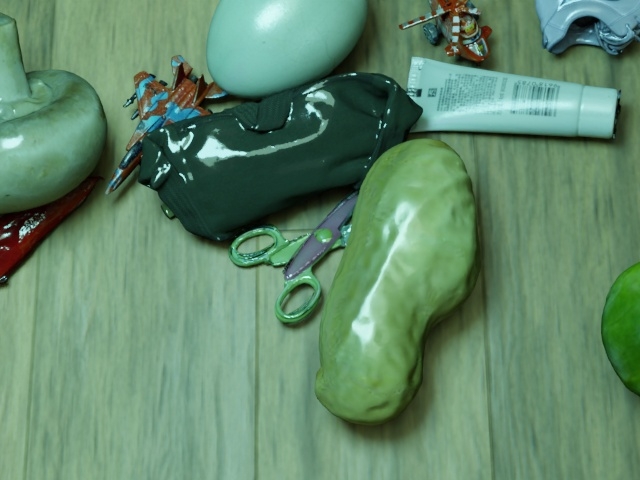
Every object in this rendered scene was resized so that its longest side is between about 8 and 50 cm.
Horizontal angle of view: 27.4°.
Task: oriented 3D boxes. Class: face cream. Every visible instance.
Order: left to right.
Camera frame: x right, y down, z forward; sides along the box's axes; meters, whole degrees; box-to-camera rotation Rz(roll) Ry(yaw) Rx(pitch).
[{"bbox_3d":[0.216,-0.154,1.492,0.244,0.058,0.092,8,77,13],"label":"face cream"}]

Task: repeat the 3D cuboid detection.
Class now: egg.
[{"bbox_3d":[-0.040,-0.245,1.489,0.209,0.151,0.151,-43,73,-7],"label":"egg"}]

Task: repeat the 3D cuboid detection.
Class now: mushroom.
[{"bbox_3d":[-0.342,-0.143,1.431,0.207,0.215,0.207,-8,25,4],"label":"mushroom"}]

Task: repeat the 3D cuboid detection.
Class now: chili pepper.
[{"bbox_3d":[-0.355,0.004,1.477,0.268,0.050,0.059,-40,57,-10],"label":"chili pepper"}]

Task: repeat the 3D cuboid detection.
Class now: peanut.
[{"bbox_3d":[0.088,0.043,1.386,0.148,0.147,0.318,15,74,9],"label":"peanut"}]

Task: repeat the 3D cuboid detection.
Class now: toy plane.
[{"bbox_3d":[-0.186,-0.124,1.505,0.130,0.061,0.189,32,80,13],"label":"toy plane"},{"bbox_3d":[0.129,-0.278,1.532,0.194,0.077,0.126,35,73,23],"label":"toy plane"}]

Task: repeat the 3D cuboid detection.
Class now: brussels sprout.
[{"bbox_3d":[0.374,0.084,1.348,0.162,0.143,0.180,8,47,27],"label":"brussels sprout"}]

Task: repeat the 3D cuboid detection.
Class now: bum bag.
[{"bbox_3d":[-0.040,-0.095,1.462,0.326,0.079,0.142,-16,104,-3],"label":"bum bag"}]

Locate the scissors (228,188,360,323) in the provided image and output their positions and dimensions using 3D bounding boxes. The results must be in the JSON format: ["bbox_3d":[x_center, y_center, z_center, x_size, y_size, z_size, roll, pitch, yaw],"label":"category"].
[{"bbox_3d":[0.000,0.000,1.467,0.187,0.020,0.133,-34,64,-10],"label":"scissors"}]

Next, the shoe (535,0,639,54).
[{"bbox_3d":[0.361,-0.279,1.507,0.245,0.095,0.137,2,74,8],"label":"shoe"}]

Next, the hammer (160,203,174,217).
[{"bbox_3d":[-0.093,-0.082,1.507,0.199,0.013,0.062,-33,72,-7],"label":"hammer"}]
